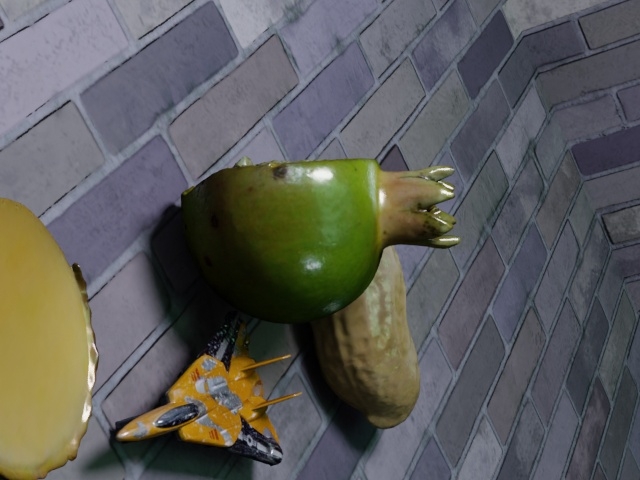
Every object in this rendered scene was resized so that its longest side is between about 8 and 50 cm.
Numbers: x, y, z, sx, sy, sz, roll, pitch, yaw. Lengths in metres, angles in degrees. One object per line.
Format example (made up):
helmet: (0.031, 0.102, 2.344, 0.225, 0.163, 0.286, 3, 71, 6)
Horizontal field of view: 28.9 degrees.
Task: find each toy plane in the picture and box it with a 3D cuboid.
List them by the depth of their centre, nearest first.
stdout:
toy plane: (-0.153, 0.202, 1.474, 0.316, 0.103, 0.204, -12, 85, -54)

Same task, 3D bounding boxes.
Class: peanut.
peanut: (0.054, 0.113, 1.809, 0.174, 0.158, 0.340, 74, 7, -87)

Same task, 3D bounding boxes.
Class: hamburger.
hamburger: (-0.337, 0.085, 1.115, 0.303, 0.186, 0.261, -74, 150, -51)

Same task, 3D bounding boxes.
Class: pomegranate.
pomegranate: (0.000, 0.000, 1.588, 0.310, 0.358, 0.216, -3, 94, -82)
